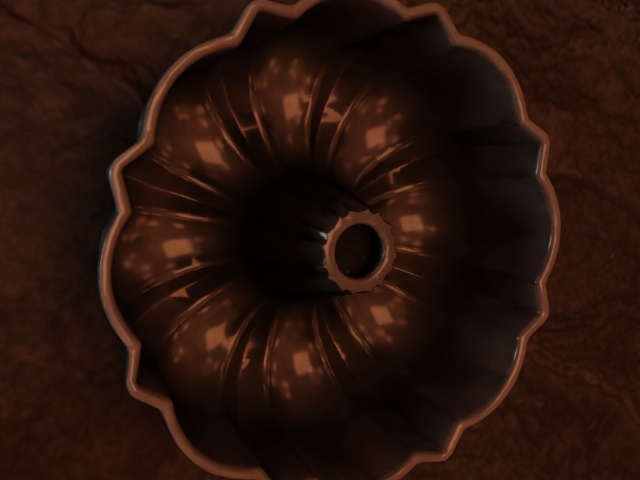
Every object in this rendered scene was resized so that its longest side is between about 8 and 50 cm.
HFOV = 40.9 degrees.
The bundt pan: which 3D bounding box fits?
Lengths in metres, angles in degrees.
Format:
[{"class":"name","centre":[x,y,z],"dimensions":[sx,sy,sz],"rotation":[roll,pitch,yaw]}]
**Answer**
[{"class":"bundt pan","centre":[0.000,0.000,0.593],"dimensions":[0.331,0.124,0.331],"rotation":[-4,98,-25]}]
